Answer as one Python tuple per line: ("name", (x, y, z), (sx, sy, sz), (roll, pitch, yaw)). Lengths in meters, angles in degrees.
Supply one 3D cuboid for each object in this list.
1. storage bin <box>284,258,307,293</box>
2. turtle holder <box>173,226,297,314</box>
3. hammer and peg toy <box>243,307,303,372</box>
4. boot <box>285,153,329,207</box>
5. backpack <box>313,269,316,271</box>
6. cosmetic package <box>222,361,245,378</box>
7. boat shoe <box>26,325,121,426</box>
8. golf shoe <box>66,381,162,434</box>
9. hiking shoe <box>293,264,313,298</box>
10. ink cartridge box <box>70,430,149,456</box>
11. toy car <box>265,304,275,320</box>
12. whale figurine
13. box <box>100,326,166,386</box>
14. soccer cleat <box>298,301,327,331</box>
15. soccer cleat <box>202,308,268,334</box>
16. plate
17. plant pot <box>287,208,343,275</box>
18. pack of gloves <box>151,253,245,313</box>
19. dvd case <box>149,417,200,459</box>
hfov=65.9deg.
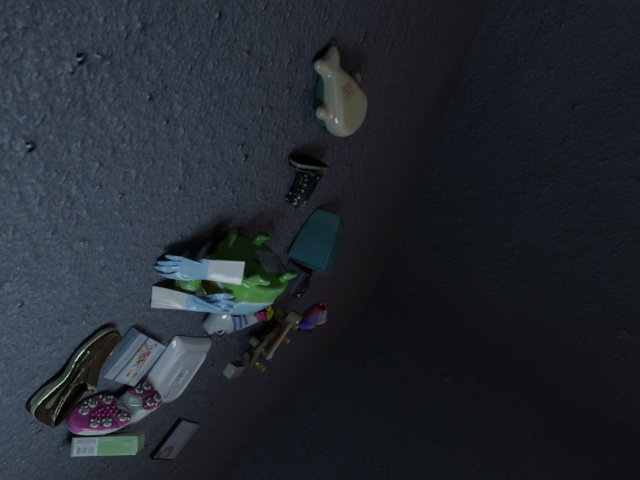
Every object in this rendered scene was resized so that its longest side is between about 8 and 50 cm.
("storage bin", (-0.123, 0.163, 2.118), (0.135, 0.091, 0.098), (-55, 163, -5))
("turtle holder", (-0.248, 0.122, 1.467), (0.227, 0.243, 0.320), (-47, 177, 25))
("hammer and peg toy", (-0.214, 0.426, 2.177), (0.266, 0.127, 0.361), (-46, 170, -33))
("boot", (-0.066, -0.194, 1.673), (0.178, 0.085, 0.236), (-60, 163, 16))
("backpack", (0.005, 0.080, 2.314), (0.120, 0.101, 0.098), (-49, 167, -38))
("cosmetic package", (-0.385, 0.576, 2.196), (0.060, 0.041, 0.115), (-56, 162, -4))
("boat shoe", (-0.566, 0.330, 1.188), (0.257, 0.095, 0.095), (-51, 162, -20))
("golf shoe", (-0.591, 0.503, 1.402), (0.140, 0.115, 0.306), (-47, 159, 15))
("hiking shoe", (-0.084, 0.159, 2.207), (0.114, 0.086, 0.226), (-41, 150, -77))
("ink cartridge box", (-0.598, 0.585, 1.435), (0.235, 0.171, 0.056), (119, -29, -73))
("toy car", (-0.249, 0.270, 2.024), (0.225, 0.053, 0.239), (-35, 151, -51))
("whale figurine", (0.035, -0.446, 1.496), (0.216, 0.141, 0.272), (-51, 137, -22))
("box", (-0.528, 0.331, 1.393), (0.145, 0.038, 0.186), (-52, 163, -17))
("soccer cleat", (-0.051, 0.435, 2.800), (0.318, 0.109, 0.116), (-12, 112, -64))
("soccer cleat", (-0.312, 0.275, 1.798), (0.143, 0.116, 0.331), (-47, 160, 8))
("plate", (-0.494, 0.455, 1.687), (0.278, 0.045, 0.277), (-56, 163, -4))
("plant pot", (0.000, 0.000, 2.061), (0.234, 0.166, 0.165), (-67, 164, -8))
("pack of gloves", (-0.329, 0.130, 1.312), (0.046, 0.232, 0.195), (-101, -158, -52))
("dvd case", (-0.607, 0.839, 2.076), (0.180, 0.022, 0.253), (-52, 162, -18))
